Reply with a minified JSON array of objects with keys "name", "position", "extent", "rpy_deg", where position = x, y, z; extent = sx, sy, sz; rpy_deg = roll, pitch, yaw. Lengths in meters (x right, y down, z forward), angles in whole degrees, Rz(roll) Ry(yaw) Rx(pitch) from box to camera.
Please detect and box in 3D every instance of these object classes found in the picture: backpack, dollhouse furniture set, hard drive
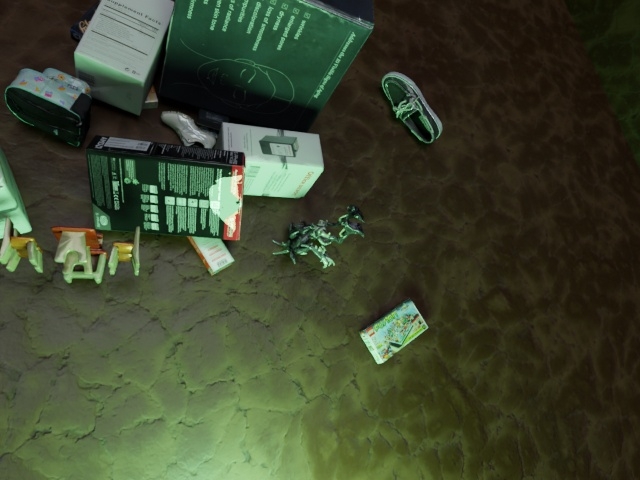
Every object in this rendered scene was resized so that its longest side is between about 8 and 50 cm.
[{"name":"backpack","position":[-0.704,-0.361,1.183],"extent":[0.188,0.166,0.144],"rpy_deg":[17,63,-21]},{"name":"dollhouse furniture set","position":[-0.561,0.011,1.054],"extent":[0.262,0.259,0.135],"rpy_deg":[4,73,-22]},{"name":"hard drive","position":[-0.326,-0.375,1.383],"extent":[0.094,0.022,0.135],"rpy_deg":[13,29,-20]}]

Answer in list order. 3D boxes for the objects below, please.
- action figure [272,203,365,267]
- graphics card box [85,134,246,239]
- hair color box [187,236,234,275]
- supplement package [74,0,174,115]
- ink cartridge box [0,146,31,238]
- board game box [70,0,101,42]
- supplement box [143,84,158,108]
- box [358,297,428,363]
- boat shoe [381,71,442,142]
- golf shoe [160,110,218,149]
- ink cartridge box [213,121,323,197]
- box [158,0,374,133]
[{"name":"action figure","position":[0.000,0.000,1.349],"extent":[0.141,0.275,0.164],"rpy_deg":[53,24,-39]},{"name":"graphics card box","position":[-0.386,-0.127,1.162],"extent":[0.371,0.233,0.094],"rpy_deg":[3,36,-11]},{"name":"hair color box","position":[-0.312,0.019,1.278],"extent":[0.072,0.043,0.141],"rpy_deg":[-30,83,-29]},{"name":"supplement package","position":[-0.540,-0.541,1.264],"extent":[0.175,0.177,0.293],"rpy_deg":[19,65,-19]},{"name":"ink cartridge box","position":[-0.764,-0.138,1.016],"extent":[0.114,0.273,0.197],"rpy_deg":[-19,79,-27]},{"name":"board game box","position":[-0.623,-0.670,1.400],"extent":[0.165,0.042,0.243],"rpy_deg":[29,63,-11]},{"name":"supplement box","position":[-0.543,-0.428,1.348],"extent":[0.098,0.036,0.062],"rpy_deg":[-15,78,-27]},{"name":"box","position":[0.230,0.280,1.412],"extent":[0.207,0.036,0.114],"rpy_deg":[-29,84,-28]},{"name":"boat shoe","position":[0.330,-0.493,1.694],"extent":[0.306,0.113,0.105],"rpy_deg":[53,46,-8]},{"name":"golf shoe","position":[-0.401,-0.323,1.355],"extent":[0.176,0.069,0.086],"rpy_deg":[23,70,-12]},{"name":"ink cartridge box","position":[-0.163,-0.226,1.336],"extent":[0.289,0.211,0.121],"rpy_deg":[2,69,-23]},{"name":"box","position":[-0.169,-0.598,1.292],"extent":[0.471,0.480,0.297],"rpy_deg":[14,60,-21]}]
